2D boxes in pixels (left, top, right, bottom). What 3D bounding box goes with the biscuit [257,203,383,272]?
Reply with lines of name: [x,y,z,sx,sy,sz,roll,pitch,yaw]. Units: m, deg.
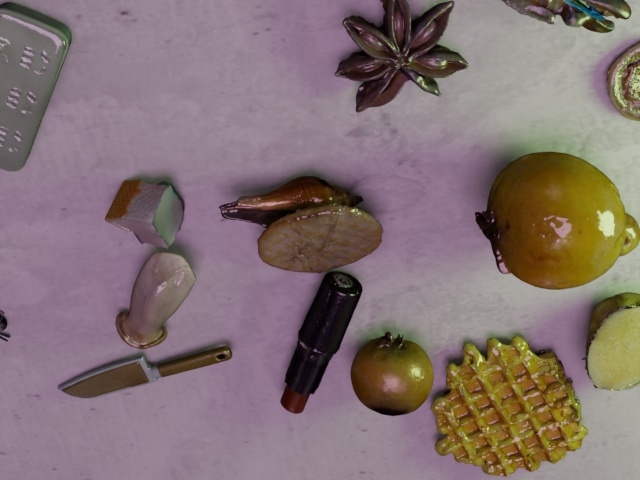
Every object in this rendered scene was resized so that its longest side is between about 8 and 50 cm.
biscuit: [0.000,0.001,1.806,0.219,0.033,0.220,-6,152,-4]

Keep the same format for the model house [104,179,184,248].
model house: [-0.296,-0.048,1.808,0.100,0.088,0.101,10,154,19]

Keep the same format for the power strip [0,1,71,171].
power strip: [-0.525,-0.252,1.700,0.193,0.059,0.265,21,117,-12]

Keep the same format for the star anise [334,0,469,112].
star anise: [0.121,-0.305,1.673,0.212,0.073,0.197,-10,122,1]

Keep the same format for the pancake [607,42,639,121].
pancake: [0.531,-0.257,1.732,0.139,0.022,0.139,-1,118,-1]

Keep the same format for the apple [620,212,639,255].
apple: [0.508,-0.010,1.837,0.084,0.071,0.084,0,119,-1]

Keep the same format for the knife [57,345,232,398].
knife: [-0.328,0.238,1.984,0.343,0.027,0.061,-17,119,11]

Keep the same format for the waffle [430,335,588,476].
waffle: [0.361,0.316,2.019,0.307,0.060,0.312,5,120,-4]

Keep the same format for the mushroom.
mushroom: [-0.288,0.102,1.880,0.097,0.088,0.212,-1,130,-37]

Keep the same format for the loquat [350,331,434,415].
loquat: [0.129,0.244,1.933,0.163,0.137,0.163,8,118,16]

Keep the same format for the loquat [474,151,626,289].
loquat: [0.372,-0.031,1.737,0.244,0.244,0.244,0,118,-1]

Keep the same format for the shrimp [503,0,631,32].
shrimp: [0.287,-0.470,1.579,0.445,0.110,0.221,41,102,-16]

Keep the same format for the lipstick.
lipstick: [-0.007,0.190,1.933,0.081,0.081,0.300,18,118,-10]

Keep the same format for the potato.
potato: [0.540,0.176,1.935,0.164,0.081,0.200,-7,121,-6]

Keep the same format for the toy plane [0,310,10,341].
toy plane: [-0.612,0.143,1.928,0.120,0.031,0.049,23,124,-16]

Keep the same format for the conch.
conch: [-0.047,-0.064,1.795,0.232,0.080,0.086,-8,127,7]
